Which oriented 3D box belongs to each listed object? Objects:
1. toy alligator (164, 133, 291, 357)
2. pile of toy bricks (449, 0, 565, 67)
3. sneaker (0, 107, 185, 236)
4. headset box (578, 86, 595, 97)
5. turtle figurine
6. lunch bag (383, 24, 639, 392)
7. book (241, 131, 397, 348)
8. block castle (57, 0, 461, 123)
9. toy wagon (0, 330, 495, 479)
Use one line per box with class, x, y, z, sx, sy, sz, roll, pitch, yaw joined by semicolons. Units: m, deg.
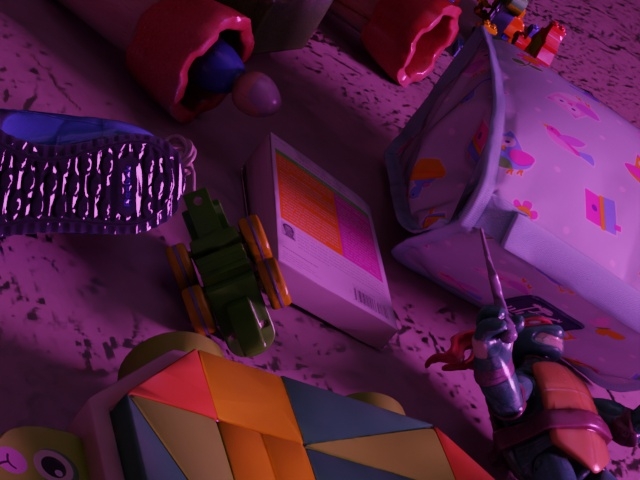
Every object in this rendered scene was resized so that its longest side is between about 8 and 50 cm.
toy alligator;-0.058;0.011;0.936;0.189;0.056;0.051;-116;-173;-47
pile of toy bricks;0.190;-0.241;1.642;0.118;0.105;0.212;32;25;-12
sneaker;-0.177;-0.039;0.859;0.209;0.069;0.082;4;7;-38
headset box;0.249;-0.130;1.616;0.083;0.032;0.062;13;33;-41
turtle figurine;0.155;0.109;0.969;0.175;0.118;0.234;5;53;-27
lunch bag;0.169;-0.011;1.149;0.223;0.160;0.262;32;19;-14
book;0.000;0.000;1.052;0.096;0.035;0.144;30;25;-23
block castle;0.030;-0.254;1.219;0.213;0.303;0.453;38;23;17
toy wagon;-0.023;0.147;0.717;0.344;0.068;0.267;22;28;-32
